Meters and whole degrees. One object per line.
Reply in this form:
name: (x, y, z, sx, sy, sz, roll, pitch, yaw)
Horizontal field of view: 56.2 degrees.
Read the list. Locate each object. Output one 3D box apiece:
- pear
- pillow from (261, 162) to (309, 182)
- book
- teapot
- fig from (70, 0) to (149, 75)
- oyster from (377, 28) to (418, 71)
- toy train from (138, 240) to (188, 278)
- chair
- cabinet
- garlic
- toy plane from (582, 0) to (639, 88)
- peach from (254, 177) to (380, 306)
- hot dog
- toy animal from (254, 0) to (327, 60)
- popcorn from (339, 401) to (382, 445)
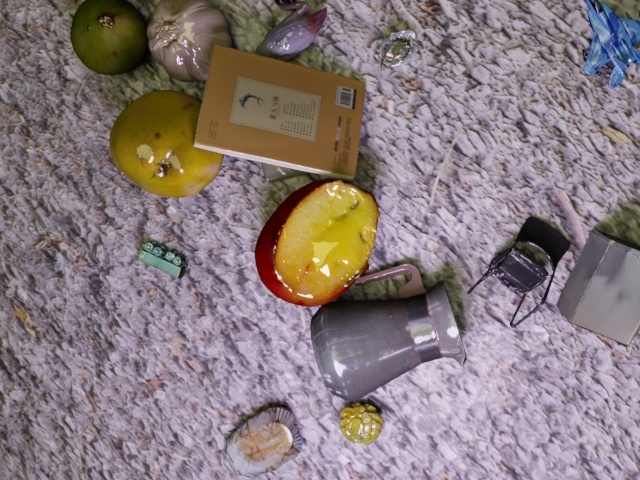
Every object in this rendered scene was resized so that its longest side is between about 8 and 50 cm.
pear: (-0.386, -0.227, 1.491, 0.284, 0.336, 0.285, 9, 120, 15)
pillow: (-0.073, -0.226, 1.546, 0.181, 0.078, 0.134, -13, 93, 19)
book: (-0.088, -0.306, 1.432, 0.388, 0.032, 0.269, 12, 74, -11)
teapot: (0.164, 0.220, 1.496, 0.343, 0.253, 0.300, -17, 63, 9)
fig: (-0.547, -0.535, 1.540, 0.202, 0.225, 0.203, 0, 93, -9)
oyster: (0.188, -0.465, 1.467, 0.100, 0.037, 0.098, -7, 117, -5)
toy train: (-0.445, 0.054, 1.706, 0.147, 0.038, 0.071, 23, 107, 9)
chair: (0.483, 0.069, 1.446, 0.140, 0.221, 0.145, 38, 149, 5)
cabinet: (0.666, 0.104, 1.376, 0.144, 0.150, 0.206, 22, 104, 4)
garlic: (-0.341, -0.519, 1.525, 0.227, 0.152, 0.228, 1, 96, 10)
toy plane: (0.633, -0.470, 1.329, 0.169, 0.078, 0.247, -33, 84, 17)
peach: (0.000, 0.000, 1.462, 0.281, 0.281, 0.338, 48, 121, 2)
hot dog: (-0.163, 0.575, 1.704, 0.270, 0.081, 0.163, -36, 81, 24)
toy animal: (-0.102, -0.495, 1.500, 0.195, 0.090, 0.325, 18, 94, 17)
popcorn: (0.113, 0.491, 1.611, 0.120, 0.116, 0.106, -36, 133, 20)
